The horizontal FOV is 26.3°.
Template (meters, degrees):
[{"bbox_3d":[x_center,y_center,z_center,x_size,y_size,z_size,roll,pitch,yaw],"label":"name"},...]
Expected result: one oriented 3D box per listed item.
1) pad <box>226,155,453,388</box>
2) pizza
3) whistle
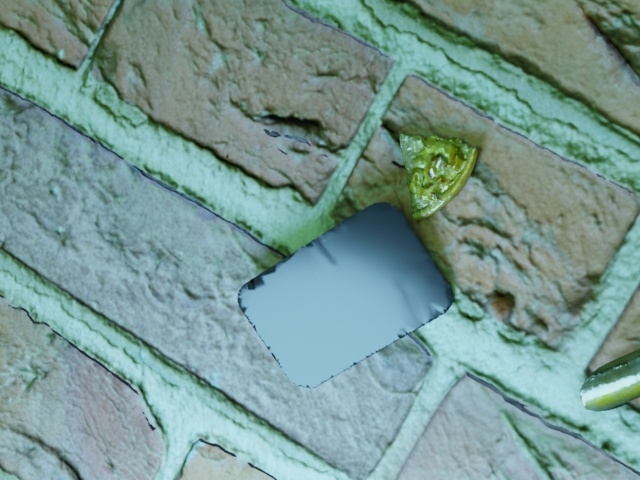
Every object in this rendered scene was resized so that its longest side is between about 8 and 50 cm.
[{"bbox_3d":[-0.009,0.000,1.731,0.250,0.055,0.323,-31,80,19],"label":"pad"},{"bbox_3d":[0.128,-0.091,1.691,0.108,0.026,0.123,45,107,17],"label":"pizza"},{"bbox_3d":[0.431,0.115,1.513,0.326,0.068,0.057,-30,93,36],"label":"whistle"}]
